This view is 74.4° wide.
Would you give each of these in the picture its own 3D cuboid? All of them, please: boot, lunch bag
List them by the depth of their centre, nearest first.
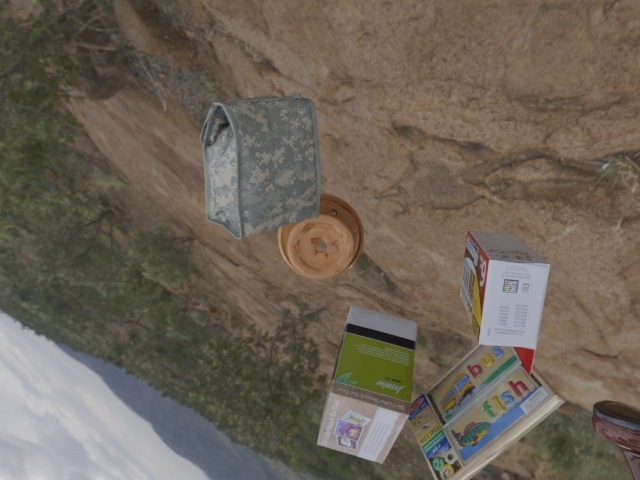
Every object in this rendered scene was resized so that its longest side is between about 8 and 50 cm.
[{"bbox_3d":[0.401,0.365,0.531,0.264,0.280,0.096,27,176,-24],"label":"boot"},{"bbox_3d":[-0.128,-0.178,0.935,0.169,0.235,0.286,28,124,40],"label":"lunch bag"}]

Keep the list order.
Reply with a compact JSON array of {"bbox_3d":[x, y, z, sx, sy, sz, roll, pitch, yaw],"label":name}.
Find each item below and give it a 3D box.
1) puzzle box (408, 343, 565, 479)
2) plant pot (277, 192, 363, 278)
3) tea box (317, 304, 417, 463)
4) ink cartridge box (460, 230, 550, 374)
[{"bbox_3d":[0.441,0.473,1.205,0.052,0.409,0.272,35,-165,-25],"label":"puzzle box"},{"bbox_3d":[0.000,0.000,1.337,0.291,0.291,0.203,46,-173,-7],"label":"plant pot"},{"bbox_3d":[0.142,0.440,1.299,0.220,0.323,0.328,15,132,6],"label":"tea box"},{"bbox_3d":[0.443,0.139,1.064,0.130,0.309,0.271,4,103,10],"label":"ink cartridge box"}]
